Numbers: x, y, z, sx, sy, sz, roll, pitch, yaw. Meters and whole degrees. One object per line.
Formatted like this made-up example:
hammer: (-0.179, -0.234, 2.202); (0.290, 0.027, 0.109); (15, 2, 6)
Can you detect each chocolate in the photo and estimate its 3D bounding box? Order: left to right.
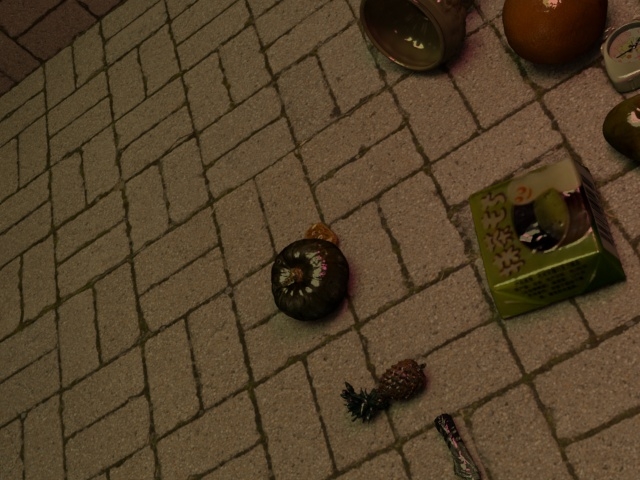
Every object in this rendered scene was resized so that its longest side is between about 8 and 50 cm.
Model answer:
chocolate: (0.491, -0.014, 1.809); (0.288, 0.137, 0.301); (-22, 53, 23)

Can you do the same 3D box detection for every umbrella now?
umbrella: (0.297, 0.461, 1.729); (0.050, 0.046, 0.188); (-31, 54, 7)

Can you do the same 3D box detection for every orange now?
orange: (0.582, -0.566, 2.012); (0.264, 0.264, 0.264); (-17, 55, 26)

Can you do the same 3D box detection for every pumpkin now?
pumpkin: (-0.031, 0.099, 2.095); (0.223, 0.157, 0.224); (-10, 70, 31)

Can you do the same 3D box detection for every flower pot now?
flower pot: (0.287, -0.656, 2.243); (0.307, 0.307, 0.244); (17, 61, 40)

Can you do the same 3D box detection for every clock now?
clock: (0.757, -0.459, 1.937); (0.151, 0.062, 0.191); (-22, 53, 24)

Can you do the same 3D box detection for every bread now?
bread: (0.000, 0.000, 2.209); (0.083, 0.044, 0.110); (-52, 46, 3)

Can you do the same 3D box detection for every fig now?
fig: (0.713, -0.256, 1.806); (0.165, 0.144, 0.154); (12, 108, 47)

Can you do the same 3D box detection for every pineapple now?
pineapple: (0.151, 0.340, 1.869); (0.221, 0.103, 0.083); (-34, 16, 15)
